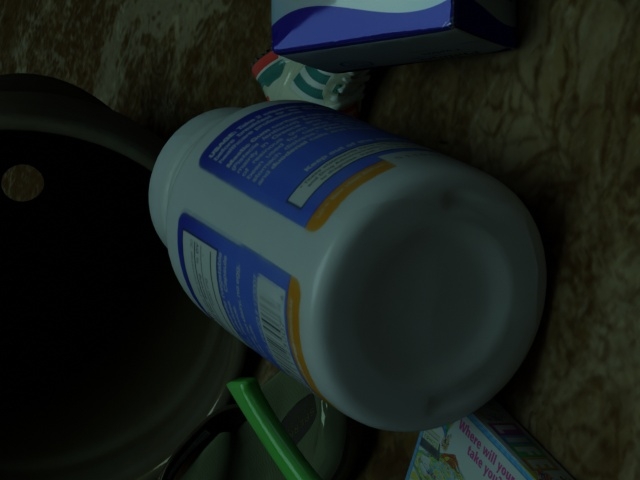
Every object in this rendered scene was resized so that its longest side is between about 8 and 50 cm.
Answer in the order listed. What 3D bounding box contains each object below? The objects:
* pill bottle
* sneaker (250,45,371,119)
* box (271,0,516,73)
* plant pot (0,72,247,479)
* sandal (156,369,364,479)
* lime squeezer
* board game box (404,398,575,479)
[{"bbox_3d":[0.000,0.000,1.032,0.272,0.152,0.152,30,113,59],"label":"pill bottle"},{"bbox_3d":[0.017,-0.110,1.127,0.161,0.057,0.075,-27,84,53],"label":"sneaker"},{"bbox_3d":[0.042,-0.174,1.008,0.126,0.072,0.137,-4,83,34],"label":"box"},{"bbox_3d":[-0.231,0.006,1.329,0.280,0.323,0.323,-111,35,-63],"label":"plant pot"},{"bbox_3d":[-0.067,0.167,1.199,0.303,0.086,0.120,-56,41,42],"label":"sandal"},{"bbox_3d":[0.014,0.232,1.034,0.110,0.059,0.310,-10,97,35],"label":"lime squeezer"},{"bbox_3d":[0.098,0.158,0.967,0.154,0.026,0.103,47,127,52],"label":"board game box"}]
